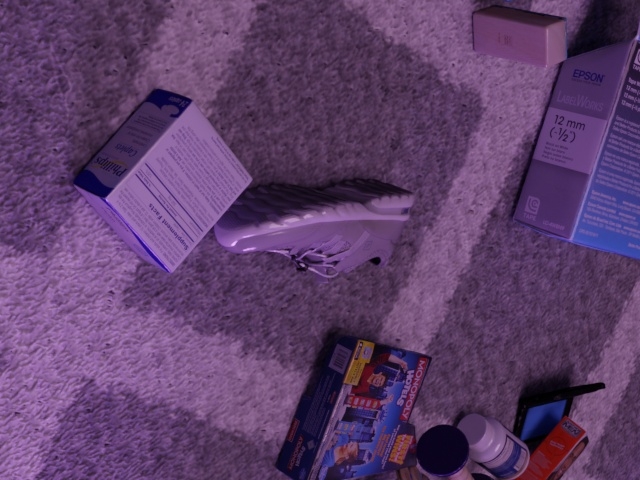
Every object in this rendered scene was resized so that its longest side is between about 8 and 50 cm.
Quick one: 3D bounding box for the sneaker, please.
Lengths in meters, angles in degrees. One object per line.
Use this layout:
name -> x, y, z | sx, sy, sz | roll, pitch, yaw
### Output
sneaker -> 0.000, 0.000, 1.429 | 0.281, 0.105, 0.115 | -5, 110, -41

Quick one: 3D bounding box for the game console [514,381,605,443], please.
game console -> 0.357, 0.260, 1.875 | 0.122, 0.107, 0.071 | -6, 82, -41

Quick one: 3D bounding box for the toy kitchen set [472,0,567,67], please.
toy kitchen set -> 0.284, -0.341, 1.536 | 0.166, 0.122, 0.207 | -24, 121, -33

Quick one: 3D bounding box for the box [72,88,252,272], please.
box -> -0.160, -0.061, 1.286 | 0.137, 0.072, 0.126 | -50, 132, -16

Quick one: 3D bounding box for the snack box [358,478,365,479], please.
snack box -> 0.016, 0.442, 1.641 | 0.174, 0.070, 0.207 | -21, 120, -34

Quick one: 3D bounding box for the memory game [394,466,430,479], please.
memory game -> 0.147, 0.385, 1.684 | 0.012, 0.186, 0.186 | -27, 135, 18

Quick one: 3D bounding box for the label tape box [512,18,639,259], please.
label tape box -> 0.429, -0.156, 1.747 | 0.249, 0.115, 0.347 | 12, 95, -44

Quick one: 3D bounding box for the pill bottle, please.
pill bottle -> 0.243, 0.291, 1.785 | 0.120, 0.067, 0.067 | 40, 79, -43

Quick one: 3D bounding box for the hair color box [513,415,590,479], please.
hair color box -> 0.341, 0.336, 1.881 | 0.141, 0.043, 0.072 | -49, 152, -7

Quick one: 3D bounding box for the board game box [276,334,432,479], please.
board game box -> 0.061, 0.223, 1.602 | 0.194, 0.060, 0.194 | 18, 94, -45

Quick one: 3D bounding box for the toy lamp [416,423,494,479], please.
toy lamp -> 0.199, 0.332, 1.724 | 0.080, 0.080, 0.274 | -52, 150, -14
